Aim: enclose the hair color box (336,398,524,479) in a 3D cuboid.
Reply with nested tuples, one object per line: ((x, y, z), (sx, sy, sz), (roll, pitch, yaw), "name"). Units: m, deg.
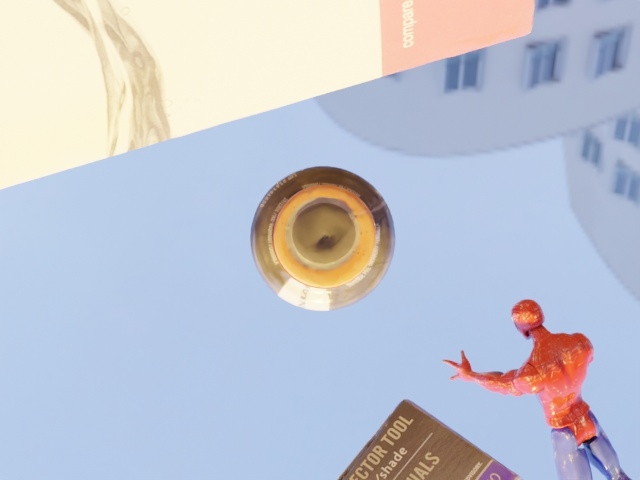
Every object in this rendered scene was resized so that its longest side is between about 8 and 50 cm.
((0.099, 0.269, 0.896), (0.185, 0.339, 0.110), (-50, -136, -10), "hair color box")

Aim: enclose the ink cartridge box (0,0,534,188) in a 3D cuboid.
((-0.084, -0.146, 0.536), (0.283, 0.117, 0.207), (-17, -123, -7), "ink cartridge box")

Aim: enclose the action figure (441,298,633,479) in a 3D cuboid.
((0.212, 0.175, 1.274), (0.091, 0.280, 0.139), (-29, -163, -23), "action figure")

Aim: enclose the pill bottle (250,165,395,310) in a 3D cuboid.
((0.000, 0.000, 1.284), (0.130, 0.130, 0.245), (-1, 179, -1), "pill bottle")
